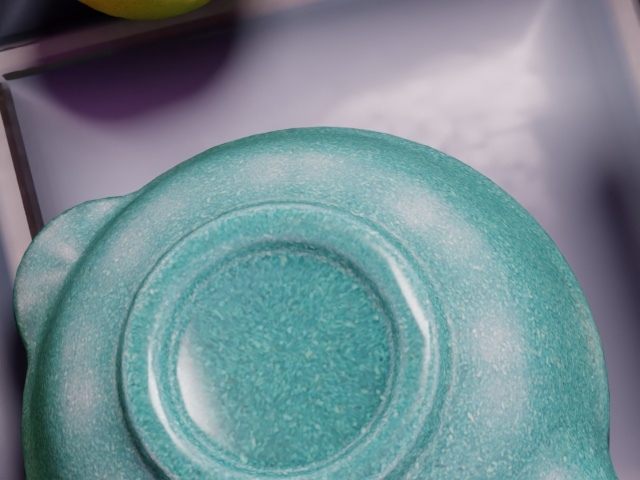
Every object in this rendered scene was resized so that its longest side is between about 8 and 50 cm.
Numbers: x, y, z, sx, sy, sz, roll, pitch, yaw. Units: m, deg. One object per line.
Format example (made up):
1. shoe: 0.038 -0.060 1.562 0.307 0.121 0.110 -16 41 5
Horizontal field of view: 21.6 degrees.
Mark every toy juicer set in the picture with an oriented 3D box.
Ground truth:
1. toy juicer set: 0.000 0.000 0.384 0.329 0.089 0.209 1 73 8
